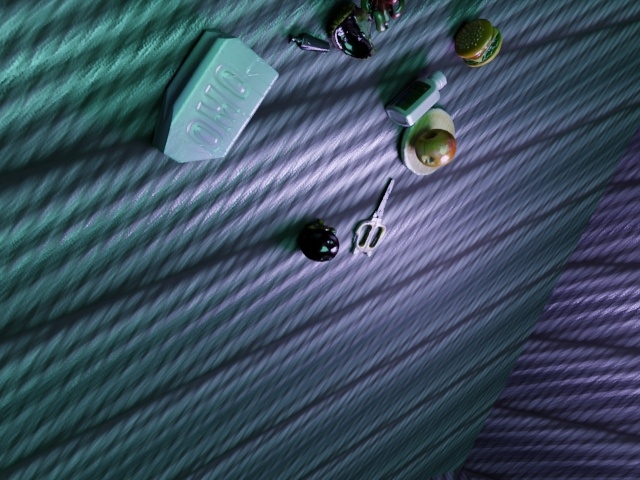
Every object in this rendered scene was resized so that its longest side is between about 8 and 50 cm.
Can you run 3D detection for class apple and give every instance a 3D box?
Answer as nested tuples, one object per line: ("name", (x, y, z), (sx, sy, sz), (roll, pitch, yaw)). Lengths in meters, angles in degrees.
("apple", (0.412, -0.325, 2.007), (0.147, 0.146, 0.146), (-20, 126, -29))

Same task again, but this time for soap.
("soap", (-0.292, -0.359, 1.490), (0.208, 0.115, 0.346), (32, 94, -45))

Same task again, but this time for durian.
("durian", (0.093, -0.629, 1.673), (0.187, 0.119, 0.108), (45, 47, -48))

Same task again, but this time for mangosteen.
("mangosteen", (0.000, 0.000, 1.952), (0.137, 0.137, 0.151), (22, 66, -44))

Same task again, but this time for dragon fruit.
("dragon fruit", (0.155, -0.734, 1.530), (0.219, 0.272, 0.198), (-23, 163, -22))

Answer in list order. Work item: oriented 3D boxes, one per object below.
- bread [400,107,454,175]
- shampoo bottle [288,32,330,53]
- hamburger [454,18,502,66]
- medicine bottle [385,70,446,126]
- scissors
("bread", (0.396, -0.368, 2.097), (0.267, 0.040, 0.266), (-19, 125, -30))
("shampoo bottle", (-0.032, -0.571, 1.634), (0.137, 0.027, 0.048), (0, 113, -39))
("hamburger", (0.543, -0.684, 1.950), (0.115, 0.162, 0.162), (25, 99, -40))
("medicine bottle", (0.334, -0.487, 1.921), (0.219, 0.115, 0.078), (-44, 133, -10))
("scissors", (0.213, -0.086, 2.130), (0.160, 0.024, 0.317), (9, 109, -42))
